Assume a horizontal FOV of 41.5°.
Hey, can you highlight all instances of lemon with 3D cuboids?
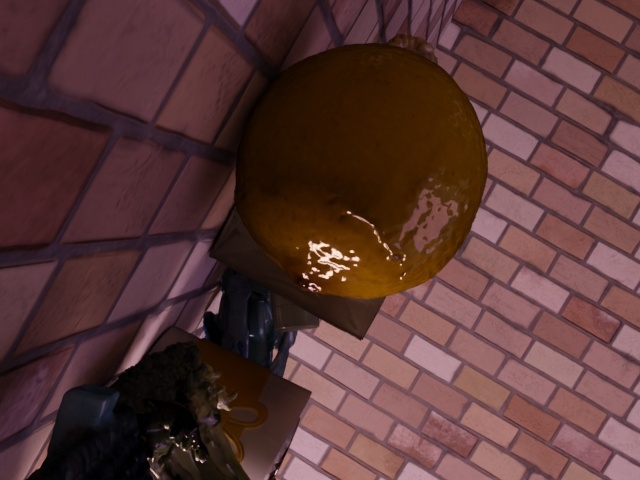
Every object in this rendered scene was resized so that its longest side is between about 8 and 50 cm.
[{"bbox_3d":[0.044,-0.074,0.908,0.293,0.293,0.293,-59,176,-7],"label":"lemon"}]

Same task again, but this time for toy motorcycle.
[{"bbox_3d":[-0.116,0.133,1.318,0.206,0.154,0.260,47,46,-82],"label":"toy motorcycle"}]

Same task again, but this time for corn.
[{"bbox_3d":[0.126,-0.265,1.572,0.123,0.122,0.305,-57,177,-22],"label":"corn"}]

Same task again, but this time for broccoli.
[{"bbox_3d":[-0.163,0.260,0.927,0.263,0.243,0.247,-52,-174,-27],"label":"broccoli"}]

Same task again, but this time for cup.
[{"bbox_3d":[-0.156,0.256,1.134,0.241,0.226,0.185,-57,177,-13],"label":"cup"}]

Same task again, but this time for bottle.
[{"bbox_3d":[-0.044,0.033,1.269,0.072,0.072,0.201,101,-15,-78],"label":"bottle"}]

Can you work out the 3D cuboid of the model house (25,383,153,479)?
[{"bbox_3d":[-0.216,0.219,0.535,0.261,0.226,0.241,-55,161,-87],"label":"model house"}]

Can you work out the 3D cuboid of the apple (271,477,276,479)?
[{"bbox_3d":[-0.226,0.498,1.514,0.339,0.340,0.339,-59,176,-7],"label":"apple"}]

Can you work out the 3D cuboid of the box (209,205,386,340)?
[{"bbox_3d":[0.000,0.000,1.141,0.155,0.231,0.149,-61,176,14],"label":"box"}]
